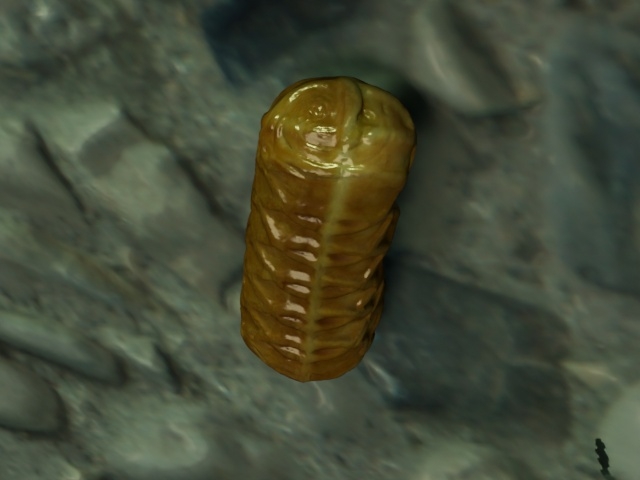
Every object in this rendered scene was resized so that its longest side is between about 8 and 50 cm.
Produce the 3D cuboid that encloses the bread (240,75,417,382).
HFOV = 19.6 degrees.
[{"bbox_3d":[0.000,0.000,0.646,0.052,0.044,0.157,19,146,7],"label":"bread"}]
